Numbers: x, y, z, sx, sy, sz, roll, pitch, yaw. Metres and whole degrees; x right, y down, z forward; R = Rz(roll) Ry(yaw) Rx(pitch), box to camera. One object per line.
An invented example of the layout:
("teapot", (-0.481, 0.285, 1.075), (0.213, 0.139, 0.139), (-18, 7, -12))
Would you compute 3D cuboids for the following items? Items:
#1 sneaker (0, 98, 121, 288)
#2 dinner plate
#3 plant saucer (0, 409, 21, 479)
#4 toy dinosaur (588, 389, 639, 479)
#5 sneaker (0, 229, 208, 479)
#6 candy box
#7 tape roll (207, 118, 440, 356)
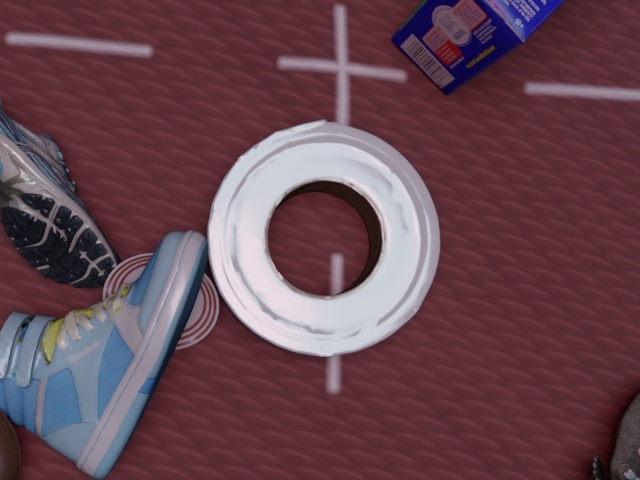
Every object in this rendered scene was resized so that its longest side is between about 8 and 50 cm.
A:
("sneaker", (-0.331, -0.067, 1.042), (0.110, 0.122, 0.283), (-29, 112, 31))
("dinner plate", (-0.193, 0.073, 1.061), (0.141, 0.017, 0.141), (0, 119, 0))
("plant saucer", (-0.444, 0.244, 0.987), (0.199, 0.036, 0.198), (1, 111, 4))
("toy dinosaur", (0.427, 0.263, 1.102), (0.160, 0.121, 0.313), (34, 85, -16))
("sneaker", (-0.271, 0.101, 0.993), (0.208, 0.127, 0.319), (26, 100, -2))
("candy box", (0.262, -0.349, 1.066), (0.317, 0.268, 0.122), (-45, 95, -10))
("tape roll", (0.000, 0.000, 1.082), (0.286, 0.100, 0.286), (1, 84, -7))
